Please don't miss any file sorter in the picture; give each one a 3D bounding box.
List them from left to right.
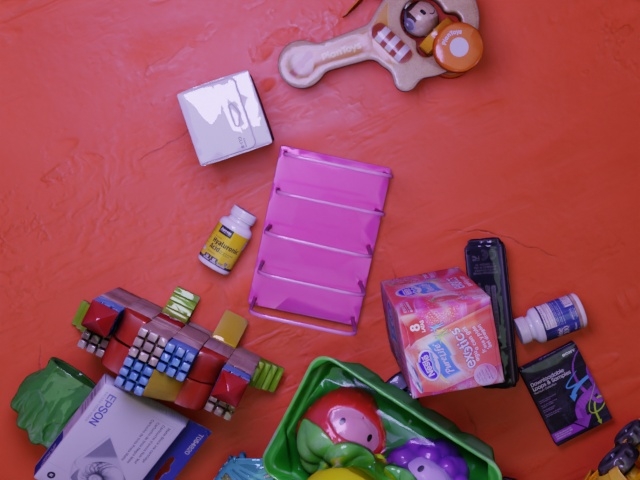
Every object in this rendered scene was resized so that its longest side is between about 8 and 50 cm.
[{"bbox_3d":[0.000,0.000,1.733,0.202,0.182,0.290,12,95,-3],"label":"file sorter"}]

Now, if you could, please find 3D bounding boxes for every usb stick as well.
[{"bbox_3d":[0.309,0.134,1.825,0.077,0.045,0.278,-5,97,22],"label":"usb stick"}]

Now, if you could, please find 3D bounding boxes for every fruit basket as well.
[{"bbox_3d":[0.077,0.394,1.645,0.392,0.392,0.283,26,106,-4],"label":"fruit basket"}]

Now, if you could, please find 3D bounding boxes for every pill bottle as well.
[{"bbox_3d":[-0.162,-0.003,1.786,0.065,0.065,0.116,31,93,-5],"label":"pill bottle"},{"bbox_3d":[0.413,0.145,1.821,0.120,0.067,0.067,-20,96,0],"label":"pill bottle"}]

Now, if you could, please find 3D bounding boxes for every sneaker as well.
[{"bbox_3d":[-0.149,0.443,1.831,0.275,0.107,0.110,-22,77,-4],"label":"sneaker"}]

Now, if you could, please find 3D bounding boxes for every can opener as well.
[{"bbox_3d":[0.200,0.249,1.828,0.186,0.059,0.073,-32,96,2],"label":"can opener"}]

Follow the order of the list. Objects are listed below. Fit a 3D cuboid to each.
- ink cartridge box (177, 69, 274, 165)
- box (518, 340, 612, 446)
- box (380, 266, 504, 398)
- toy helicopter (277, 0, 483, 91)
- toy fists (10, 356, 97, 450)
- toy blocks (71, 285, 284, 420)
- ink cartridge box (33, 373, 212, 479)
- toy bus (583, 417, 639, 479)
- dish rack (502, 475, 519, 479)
[{"bbox_3d":[-0.157,-0.206,1.709,0.127,0.176,0.128,-19,96,0],"label":"ink cartridge box"},{"bbox_3d":[0.449,0.281,1.856,0.116,0.029,0.162,-28,95,1],"label":"box"},{"bbox_3d":[0.195,0.147,1.697,0.154,0.300,0.142,-11,98,0],"label":"box"},{"bbox_3d":[0.093,-0.359,1.726,0.355,0.140,0.235,-18,94,2],"label":"toy helicopter"},{"bbox_3d":[-0.413,0.331,1.793,0.279,0.096,0.142,37,88,-15],"label":"toy fists"},{"bbox_3d":[-0.258,0.194,1.692,0.381,0.261,0.190,26,93,0],"label":"toy blocks"},{"bbox_3d":[-0.336,0.367,1.731,0.224,0.045,0.223,32,103,-22],"label":"ink cartridge box"},{"bbox_3d":[0.538,0.452,1.816,0.149,0.220,0.211,47,123,6],"label":"toy bus"},{"bbox_3d":[0.259,0.546,1.855,0.208,0.074,0.271,13,96,-3],"label":"dish rack"}]
